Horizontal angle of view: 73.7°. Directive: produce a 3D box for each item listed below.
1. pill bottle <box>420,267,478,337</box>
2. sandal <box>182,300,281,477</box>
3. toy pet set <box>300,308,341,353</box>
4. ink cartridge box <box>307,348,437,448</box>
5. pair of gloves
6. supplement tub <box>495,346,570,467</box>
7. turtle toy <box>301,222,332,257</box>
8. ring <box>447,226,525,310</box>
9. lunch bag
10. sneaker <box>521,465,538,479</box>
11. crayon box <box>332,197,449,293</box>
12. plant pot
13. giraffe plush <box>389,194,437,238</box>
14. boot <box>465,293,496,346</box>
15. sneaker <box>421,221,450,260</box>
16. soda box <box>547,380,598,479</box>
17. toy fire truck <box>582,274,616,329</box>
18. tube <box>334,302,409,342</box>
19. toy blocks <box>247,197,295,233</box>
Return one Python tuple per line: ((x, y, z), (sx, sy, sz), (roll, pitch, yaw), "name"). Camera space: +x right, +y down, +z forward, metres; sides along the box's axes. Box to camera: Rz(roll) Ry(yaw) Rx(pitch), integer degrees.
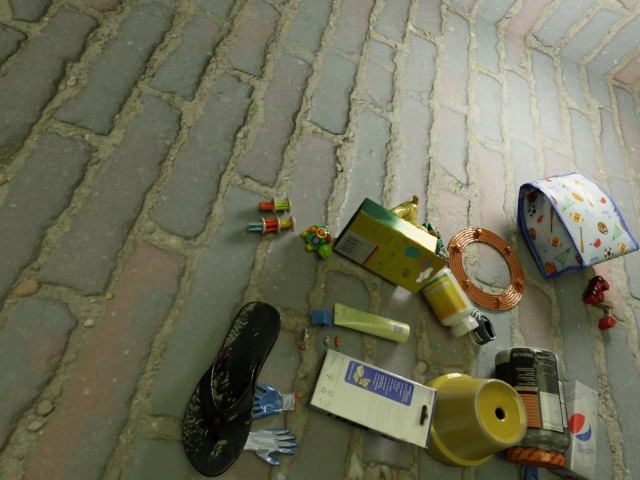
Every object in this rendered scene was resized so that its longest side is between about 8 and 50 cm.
((0.426, 0.207, 1.407), (0.117, 0.117, 0.208), (-20, 72, -28), "pill bottle")
((-0.226, 0.343, 1.081), (0.167, 0.107, 0.446), (14, 56, 4), "sandal")
((0.010, 0.266, 1.251), (0.122, 0.065, 0.114), (11, 61, -15), "toy pet set")
((0.146, 0.440, 1.183), (0.332, 0.065, 0.165), (21, 57, 4), "ink cartridge box")
((-0.133, 0.472, 1.105), (0.159, 0.023, 0.198), (10, 54, -17), "pair of gloves")
((0.635, 0.500, 1.288), (0.193, 0.193, 0.316), (18, 60, -11), "supplement tub")
((0.000, 0.000, 1.384), (0.095, 0.066, 0.130), (-9, 67, -24), "turtle toy")
((0.627, 0.095, 1.592), (0.336, 0.032, 0.337), (8, 62, -16), "ring")
((0.986, -0.077, 1.698), (0.327, 0.239, 0.386), (-13, 76, -24), "lunch bag")
((0.627, 0.715, 1.237), (0.058, 0.085, 0.152), (32, 57, -3), "sneaker")
((0.226, 0.025, 1.372), (0.318, 0.202, 0.081), (30, 44, -4), "crayon box")
((0.425, 0.490, 1.189), (0.253, 0.239, 0.254), (9, 62, -17), "plant pot")
((0.294, -0.037, 1.463), (0.210, 0.181, 0.171), (-33, 90, -13), "giraffe plush")
((0.525, 0.254, 1.437), (0.069, 0.086, 0.190), (-10, 68, -25), "boot")
((0.409, 0.003, 1.530), (0.065, 0.076, 0.166), (-36, 80, -30), "sneaker")
((0.804, 0.602, 1.356), (0.091, 0.098, 0.286), (29, 58, -4), "soda box")
((1.113, 0.242, 1.688), (0.135, 0.047, 0.192), (44, 57, 5), "toy fire truck")
((0.154, 0.256, 1.317), (0.240, 0.070, 0.062), (18, 81, -10), "tube")
((-0.165, -0.081, 1.372), (0.148, 0.054, 0.123), (-4, 66, -22), "toy blocks")
